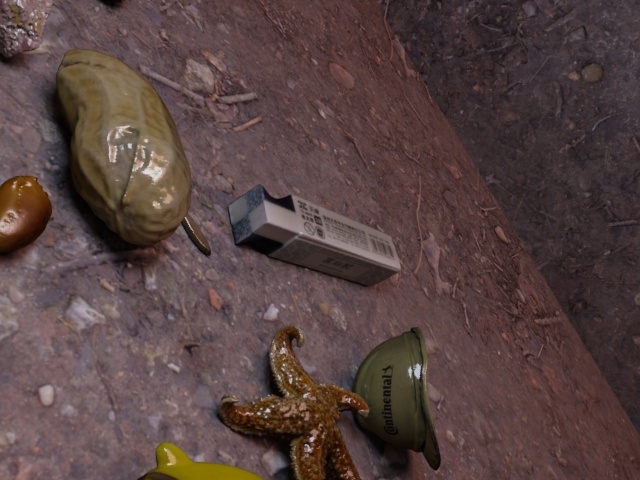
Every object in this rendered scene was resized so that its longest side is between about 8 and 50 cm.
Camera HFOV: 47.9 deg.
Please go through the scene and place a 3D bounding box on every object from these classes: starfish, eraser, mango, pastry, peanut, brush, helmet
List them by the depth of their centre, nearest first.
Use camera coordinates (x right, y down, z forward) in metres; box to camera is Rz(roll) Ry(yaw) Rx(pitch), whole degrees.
[{"bbox_3d":[-0.398,-0.030,0.938,0.077,0.063,0.127,45,37,-27],"label":"mango"},{"bbox_3d":[-0.302,-0.146,1.104,0.174,0.158,0.340,-6,57,-24],"label":"peanut"},{"bbox_3d":[-0.016,0.294,1.124,0.312,0.113,0.303,38,29,-27],"label":"starfish"},{"bbox_3d":[-0.483,-0.405,1.136,0.112,0.103,0.265,50,20,-45],"label":"pastry"},{"bbox_3d":[-0.243,-0.056,1.230,0.196,0.021,0.070,58,29,-2],"label":"brush"},{"bbox_3d":[0.128,0.292,1.313,0.204,0.137,0.257,89,-4,-75],"label":"helmet"},{"bbox_3d":[0.000,0.000,1.445,0.404,0.096,0.098,19,47,-45],"label":"eraser"}]

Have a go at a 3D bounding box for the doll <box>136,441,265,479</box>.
[{"bbox_3d":[-0.144,0.341,0.870,0.363,0.145,0.199,13,65,-54],"label":"doll"}]
